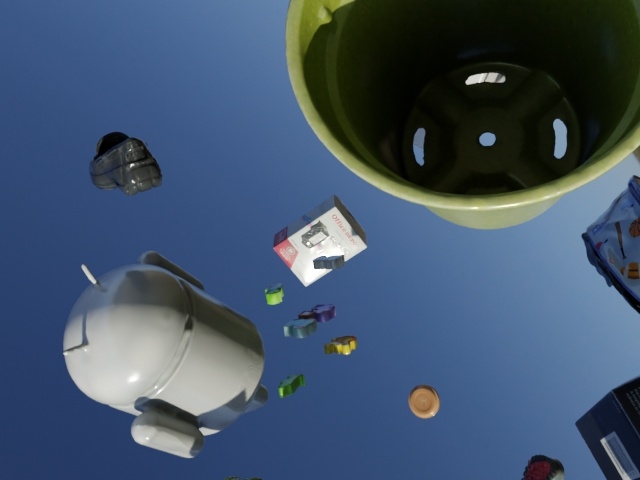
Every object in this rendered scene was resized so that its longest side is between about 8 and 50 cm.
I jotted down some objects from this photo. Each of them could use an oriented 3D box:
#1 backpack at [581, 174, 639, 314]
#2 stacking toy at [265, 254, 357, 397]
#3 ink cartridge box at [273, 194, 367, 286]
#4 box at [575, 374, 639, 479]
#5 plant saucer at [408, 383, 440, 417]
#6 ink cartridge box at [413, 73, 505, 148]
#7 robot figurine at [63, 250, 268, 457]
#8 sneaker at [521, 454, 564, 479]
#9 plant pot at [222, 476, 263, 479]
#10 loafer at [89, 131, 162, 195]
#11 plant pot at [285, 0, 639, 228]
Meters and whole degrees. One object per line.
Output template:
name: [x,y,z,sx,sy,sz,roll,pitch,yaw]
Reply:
backpack: [0.492,0.029,0.951,0.263,0.213,0.276,20,-158,-15]
stacking toy: [-0.011,0.129,1.160,0.221,0.052,0.167,-28,-68,-59]
ink cartridge box: [0.000,0.000,1.648,0.127,0.175,0.072,51,-164,-20]
box: [0.591,0.275,1.131,0.296,0.294,0.183,72,173,-66]
plant saucer: [0.259,0.404,1.830,0.013,0.083,0.084,9,-127,-57]
ink cartridge box: [0.303,-0.333,1.532,0.117,0.283,0.207,32,-148,18]
robot figurine: [-0.220,0.159,1.055,0.353,0.199,0.300,38,-149,-47]
sneaker: [0.516,0.572,1.639,0.125,0.262,0.104,8,-136,2]
plant pot: [-0.118,0.405,1.140,0.083,0.079,0.083,17,-125,-26]
loafer: [-0.275,-0.112,1.004,0.076,0.223,0.078,-21,-73,-25]
plant pot: [0.139,-0.125,0.610,0.276,0.276,0.254,67,-172,18]
